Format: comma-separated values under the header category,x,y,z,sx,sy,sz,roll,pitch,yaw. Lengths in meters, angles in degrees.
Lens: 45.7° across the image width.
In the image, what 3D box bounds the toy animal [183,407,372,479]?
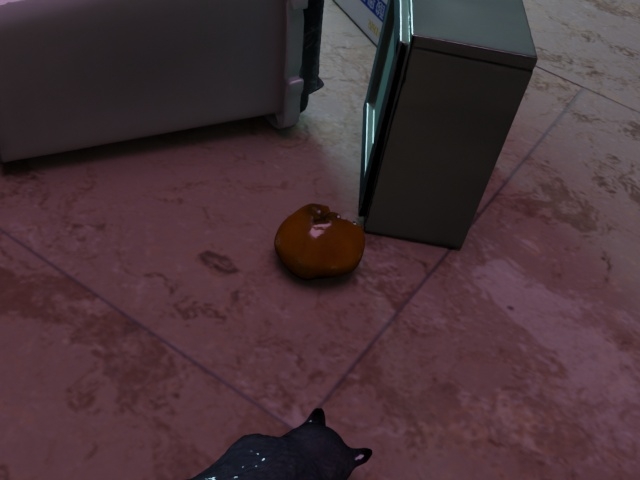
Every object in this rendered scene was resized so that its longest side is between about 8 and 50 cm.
category,x,y,z,sx,sy,sz,roll,pitch,yaw
toy animal,-0.054,0.162,0.494,0.121,0.117,0.210,30,47,27

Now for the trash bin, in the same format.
category,x,y,z,sx,sy,sz,roll,pitch,yaw
trash bin,-0.192,-0.253,0.784,0.367,0.296,0.256,-20,53,-23

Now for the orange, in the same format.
category,x,y,z,sx,sy,sz,roll,pitch,yaw
orange,0.000,0.000,0.715,0.086,0.062,0.086,5,46,-6

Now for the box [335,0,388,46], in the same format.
category,x,y,z,sx,sy,sz,roll,pitch,yaw
box,0.067,-0.420,1.071,0.065,0.200,0.343,-15,50,-23

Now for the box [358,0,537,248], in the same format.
category,x,y,z,sx,sy,sz,roll,pitch,yaw
box,0.115,-0.154,0.784,0.117,0.225,0.225,10,42,-3
